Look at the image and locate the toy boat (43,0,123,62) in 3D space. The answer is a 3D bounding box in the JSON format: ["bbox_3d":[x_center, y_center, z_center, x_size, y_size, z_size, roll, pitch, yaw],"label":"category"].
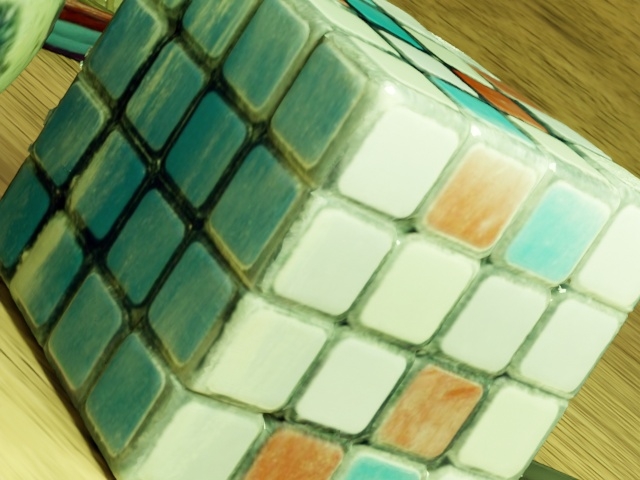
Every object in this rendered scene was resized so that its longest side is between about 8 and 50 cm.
[{"bbox_3d":[-0.223,-0.216,1.700,0.136,0.079,0.392,40,15,35],"label":"toy boat"}]

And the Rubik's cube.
[{"bbox_3d":[-0.001,-0.001,1.036,0.253,0.259,0.256,21,17,-38],"label":"Rubik's cube"}]

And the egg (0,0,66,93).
[{"bbox_3d":[-0.269,-0.179,0.959,0.287,0.287,0.379,30,15,-16],"label":"egg"}]

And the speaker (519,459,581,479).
[{"bbox_3d":[0.185,0.195,1.252,0.191,0.046,0.040,25,16,-33],"label":"speaker"}]
